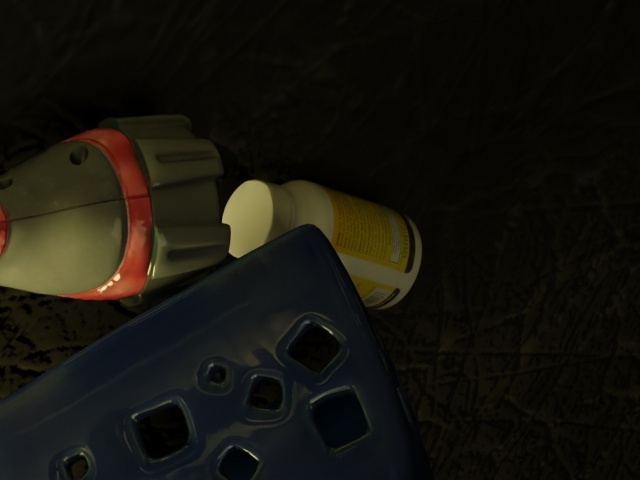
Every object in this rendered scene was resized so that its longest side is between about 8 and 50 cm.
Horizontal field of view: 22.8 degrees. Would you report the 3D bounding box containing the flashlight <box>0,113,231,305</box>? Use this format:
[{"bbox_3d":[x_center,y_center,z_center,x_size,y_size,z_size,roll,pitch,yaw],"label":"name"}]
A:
[{"bbox_3d":[-0.199,-0.002,0.791,0.304,0.103,0.103,-8,126,-30],"label":"flashlight"}]

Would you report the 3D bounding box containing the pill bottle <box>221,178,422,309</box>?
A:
[{"bbox_3d":[0.000,0.000,0.951,0.116,0.065,0.065,17,110,-41],"label":"pill bottle"}]

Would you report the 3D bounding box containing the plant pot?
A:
[{"bbox_3d":[-0.033,0.165,0.887,0.236,0.212,0.236,-32,155,-3],"label":"plant pot"}]
